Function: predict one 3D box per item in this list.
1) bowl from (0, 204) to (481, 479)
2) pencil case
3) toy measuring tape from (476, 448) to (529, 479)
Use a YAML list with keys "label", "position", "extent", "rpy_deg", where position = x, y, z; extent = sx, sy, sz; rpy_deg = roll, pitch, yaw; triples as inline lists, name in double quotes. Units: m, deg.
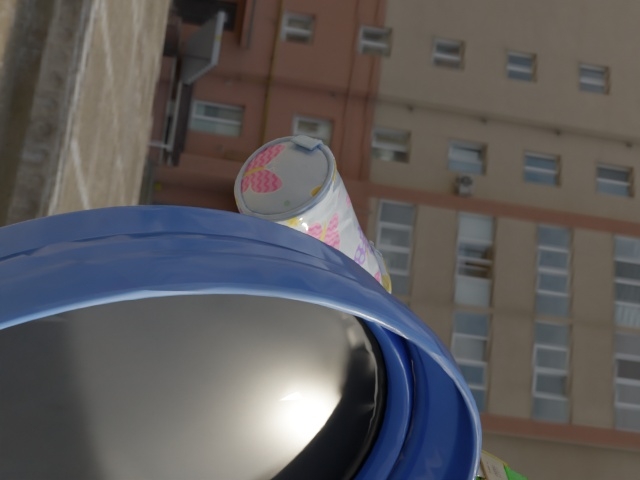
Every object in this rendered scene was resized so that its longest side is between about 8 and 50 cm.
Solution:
- label: "bowl"
  position: [-0.107, 0.144, 0.489]
  extent: [0.077, 0.391, 0.391]
  rpy_deg: [-116, -150, -45]
- label: "pencil case"
  position: [0.000, 0.000, 1.058]
  extent: [0.113, 0.124, 0.273]
  rpy_deg: [42, -10, 37]
- label: "toy measuring tape"
  position: [0.223, 0.383, 1.452]
  extent: [0.121, 0.330, 0.121]
  rpy_deg: [-26, -133, 32]
